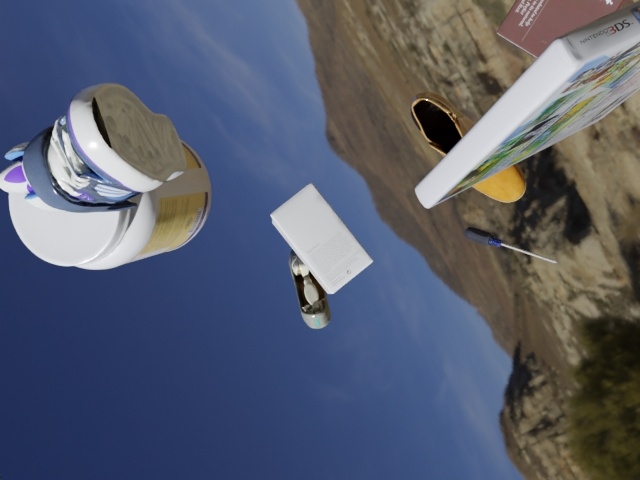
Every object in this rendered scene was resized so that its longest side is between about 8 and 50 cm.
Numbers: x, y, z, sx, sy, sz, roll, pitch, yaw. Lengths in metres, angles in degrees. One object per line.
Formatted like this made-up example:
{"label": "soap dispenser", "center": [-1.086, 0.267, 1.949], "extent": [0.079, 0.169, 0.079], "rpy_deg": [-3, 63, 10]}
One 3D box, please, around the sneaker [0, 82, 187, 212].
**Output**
{"label": "sneaker", "center": [-0.320, -0.095, 0.968], "extent": [0.323, 0.236, 0.130], "rpy_deg": [-31, -77, -84]}

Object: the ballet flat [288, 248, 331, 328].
{"label": "ballet flat", "center": [-0.023, 0.079, 1.560], "extent": [0.068, 0.072, 0.213], "rpy_deg": [72, -178, -55]}

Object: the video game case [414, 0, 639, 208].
{"label": "video game case", "center": [0.279, -0.162, 0.808], "extent": [0.036, 0.300, 0.329], "rpy_deg": [60, 158, 9]}

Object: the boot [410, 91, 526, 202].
{"label": "boot", "center": [0.277, -0.162, 1.425], "extent": [0.295, 0.104, 0.211], "rpy_deg": [44, -162, -4]}

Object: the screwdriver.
{"label": "screwdriver", "center": [0.293, 0.007, 1.179], "extent": [0.170, 0.024, 0.025], "rpy_deg": [20, 150, 49]}

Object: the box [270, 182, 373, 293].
{"label": "box", "center": [0.000, 0.000, 1.315], "extent": [0.170, 0.091, 0.130], "rpy_deg": [52, 176, 1]}

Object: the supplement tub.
{"label": "supplement tub", "center": [-0.364, -0.078, 1.356], "extent": [0.241, 0.241, 0.331], "rpy_deg": [61, -163, 2]}

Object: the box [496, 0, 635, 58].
{"label": "box", "center": [0.461, -0.403, 1.397], "extent": [0.167, 0.168, 0.203], "rpy_deg": [39, -157, 19]}
